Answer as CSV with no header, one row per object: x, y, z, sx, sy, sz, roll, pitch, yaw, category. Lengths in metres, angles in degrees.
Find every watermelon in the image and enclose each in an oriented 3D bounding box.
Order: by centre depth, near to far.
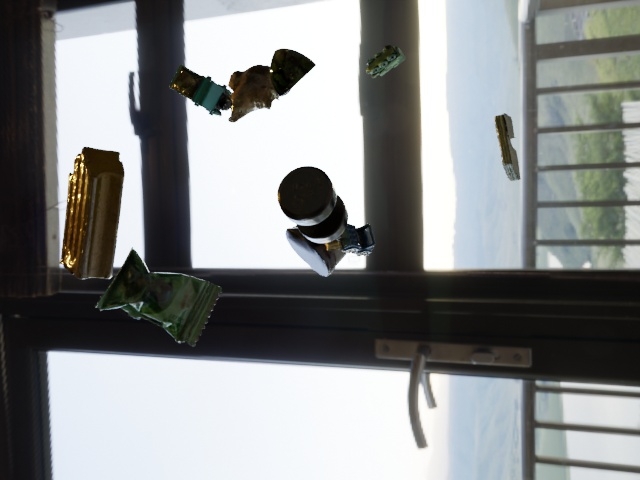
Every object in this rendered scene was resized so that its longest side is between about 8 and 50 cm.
-0.067,-0.466,1.541,0.094,0.135,0.125,-10,-82,-63,watermelon

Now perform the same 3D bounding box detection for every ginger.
-0.241,-0.518,1.942,0.270,0.219,0.123,-44,-25,-34,ginger

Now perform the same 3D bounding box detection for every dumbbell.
-0.017,-0.092,1.520,0.218,0.153,0.152,51,-138,-67,dumbbell

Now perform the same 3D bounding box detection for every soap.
-0.469,-0.061,1.147,0.080,0.160,0.257,5,-82,-40,soap

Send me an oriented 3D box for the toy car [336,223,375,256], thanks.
0.137,-0.008,2.002,0.191,0.100,0.097,13,-122,-54,toy car

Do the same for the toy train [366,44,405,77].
0.138,-0.385,1.203,0.053,0.083,0.033,4,-122,-56,toy train

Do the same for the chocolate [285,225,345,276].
0.000,0.000,2.446,0.186,0.284,0.283,-45,-35,-16,chocolate

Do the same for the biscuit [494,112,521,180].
0.693,-0.341,2.057,0.147,0.046,0.249,-18,-83,-60,biscuit

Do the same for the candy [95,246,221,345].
-0.600,0.217,2.111,0.262,0.398,0.172,-67,12,-9,candy

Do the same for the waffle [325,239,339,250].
0.063,-0.024,2.235,0.148,0.103,0.042,-103,4,-47,waffle

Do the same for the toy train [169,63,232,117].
-0.372,-0.469,1.753,0.107,0.198,0.154,-61,-28,8,toy train
